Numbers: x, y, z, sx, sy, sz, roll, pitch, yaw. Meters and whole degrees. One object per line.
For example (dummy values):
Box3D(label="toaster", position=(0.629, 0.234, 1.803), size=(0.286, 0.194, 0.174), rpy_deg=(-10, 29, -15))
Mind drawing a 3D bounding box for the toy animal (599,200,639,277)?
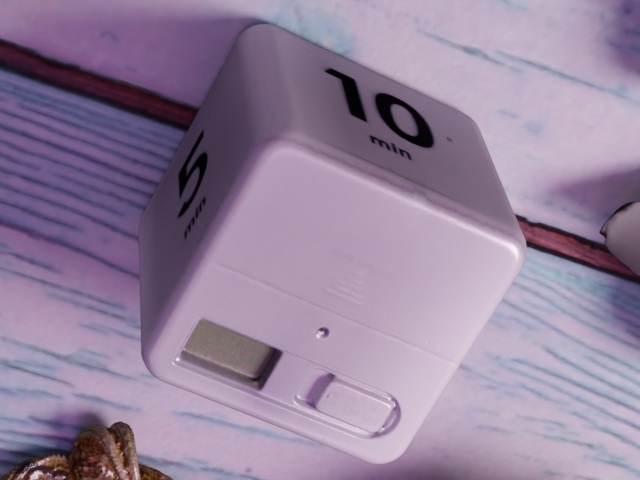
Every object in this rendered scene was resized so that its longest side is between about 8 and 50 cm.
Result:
Box3D(label="toy animal", position=(0.301, 0.037, 1.368), size=(0.166, 0.138, 0.179), rpy_deg=(-6, 129, 20))

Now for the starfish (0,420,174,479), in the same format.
Box3D(label="starfish", position=(-0.182, 0.223, 1.439), size=(0.189, 0.074, 0.146), rpy_deg=(-28, 116, 9))

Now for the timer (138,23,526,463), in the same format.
Box3D(label="timer", position=(0.000, 0.000, 1.272), size=(0.192, 0.195, 0.194), rpy_deg=(23, 114, -17))
